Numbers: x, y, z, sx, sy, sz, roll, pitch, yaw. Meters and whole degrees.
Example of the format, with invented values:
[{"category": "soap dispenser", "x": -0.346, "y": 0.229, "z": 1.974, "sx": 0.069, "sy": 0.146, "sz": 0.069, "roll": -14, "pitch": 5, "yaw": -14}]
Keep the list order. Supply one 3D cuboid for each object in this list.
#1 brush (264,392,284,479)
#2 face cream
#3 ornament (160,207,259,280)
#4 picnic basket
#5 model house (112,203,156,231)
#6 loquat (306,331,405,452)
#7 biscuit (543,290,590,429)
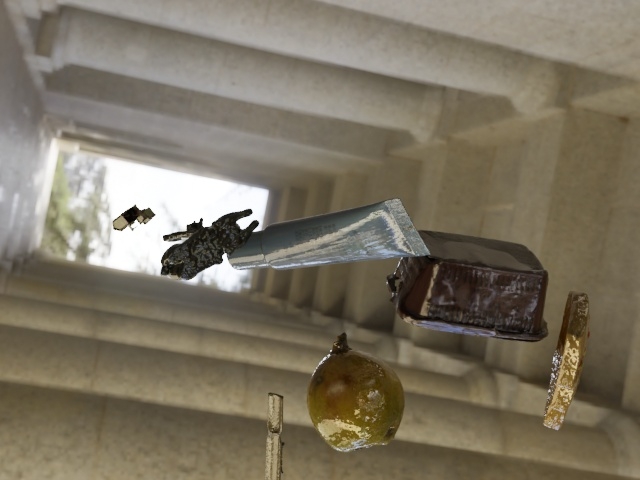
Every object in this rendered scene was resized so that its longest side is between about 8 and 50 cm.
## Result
[{"category": "brush", "x": -0.104, "y": 0.455, "z": 2.338, "sx": 0.036, "sy": 0.043, "sz": 0.248, "roll": -55, "pitch": 151, "yaw": -61}, {"category": "face cream", "x": 0.000, "y": 0.000, "z": 1.811, "sx": 0.385, "sy": 0.136, "sz": 0.086, "roll": -8, "pitch": -140, "yaw": 32}, {"category": "ornament", "x": -0.239, "y": 0.020, "z": 1.817, "sx": 0.236, "sy": 0.202, "sz": 0.080, "roll": -10, "pitch": -69, "yaw": 57}, {"category": "picnic basket", "x": 0.282, "y": 0.072, "z": 1.857, "sx": 0.222, "sy": 0.296, "sz": 0.129, "roll": -108, "pitch": -151, "yaw": -65}, {"category": "model house", "x": -0.427, "y": -0.049, "z": 2.306, "sx": 0.058, "sy": 0.057, "sz": 0.083, "roll": -32, "pitch": -168, "yaw": 46}, {"category": "loquat", "x": 0.065, "y": 0.315, "z": 2.111, "sx": 0.213, "sy": 0.213, "sz": 0.246, "roll": 142, "pitch": -65, "yaw": -72}, {"category": "biscuit", "x": 0.361, "y": 0.161, "z": 1.449, "sx": 0.239, "sy": 0.041, "sz": 0.212, "roll": 66, "pitch": 39, "yaw": -73}]
